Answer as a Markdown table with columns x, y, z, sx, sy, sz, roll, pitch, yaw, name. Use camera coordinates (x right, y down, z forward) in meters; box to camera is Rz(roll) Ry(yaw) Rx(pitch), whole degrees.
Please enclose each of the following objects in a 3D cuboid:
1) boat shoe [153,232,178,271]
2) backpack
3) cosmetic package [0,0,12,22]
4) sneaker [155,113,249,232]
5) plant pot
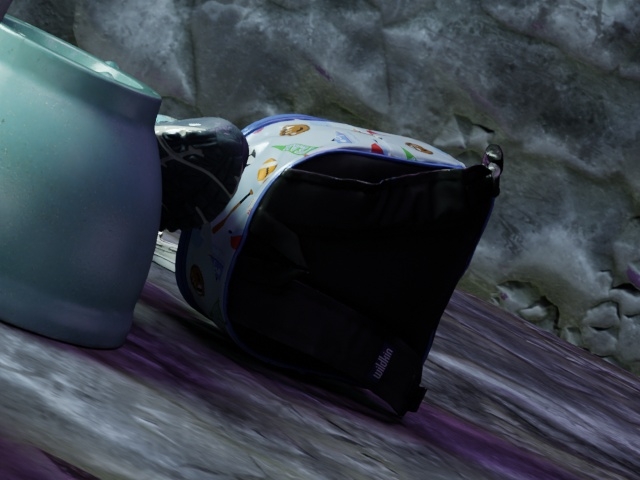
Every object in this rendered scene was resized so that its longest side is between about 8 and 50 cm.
| x | y | z | sx | sy | sz | roll | pitch | yaw | name |
| --- | --- | --- | --- | --- | --- | --- | --- | --- | --- |
| -0.176 | 0.000 | 2.077 | 0.100 | 0.035 | 0.035 | 27 | 6 | -5 | boat shoe |
| 0.000 | 0.000 | 1.857 | 0.263 | 0.276 | 0.213 | 13 | 9 | -44 | backpack |
| -0.294 | -0.173 | 1.158 | 0.224 | 0.225 | 0.138 | 27 | 10 | -16 | cosmetic package |
| -0.150 | -0.074 | 1.777 | 0.110 | 0.122 | 0.283 | 44 | -34 | -19 | sneaker |
| -0.243 | -0.068 | 1.583 | 0.293 | 0.196 | 0.293 | 27 | 5 | -3 | plant pot |
